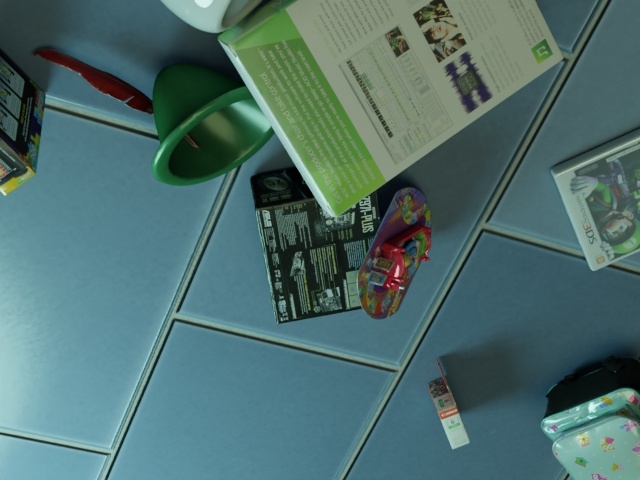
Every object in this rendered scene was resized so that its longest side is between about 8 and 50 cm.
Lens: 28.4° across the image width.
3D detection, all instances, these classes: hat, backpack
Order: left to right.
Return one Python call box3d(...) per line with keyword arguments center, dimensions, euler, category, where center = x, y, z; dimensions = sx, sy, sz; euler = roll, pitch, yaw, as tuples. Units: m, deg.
box3d(center=(-0.165, -0.184, 1.441), dimensions=(0.173, 0.184, 0.208), euler=(-41, 161, 18), category="hat")
box3d(center=(0.417, 0.277, 1.754), dimensions=(0.166, 0.144, 0.188), euler=(-30, 115, 30), category="backpack")

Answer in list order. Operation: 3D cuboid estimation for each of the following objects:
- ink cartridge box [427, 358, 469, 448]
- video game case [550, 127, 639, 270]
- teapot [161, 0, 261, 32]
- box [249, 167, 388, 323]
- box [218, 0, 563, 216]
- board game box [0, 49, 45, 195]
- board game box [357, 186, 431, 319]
box3d(center=(0.172, 0.227, 1.753), dimensions=(0.029, 0.063, 0.115), euler=(-22, 125, 3), category="ink cartridge box")
box3d(center=(0.409, -0.063, 1.621), dimensions=(0.190, 0.022, 0.173), euler=(-25, 125, 7), category="video game case")
box3d(center=(-0.101, -0.345, 1.233), dimensions=(0.187, 0.252, 0.256), euler=(41, 90, -1), category="teapot")
box3d(center=(0.000, 0.000, 1.559), dimensions=(0.147, 0.077, 0.180), euler=(-11, 125, -2), category="box")
box3d(center=(0.081, -0.209, 1.372), dimensions=(0.322, 0.058, 0.232), euler=(-35, 115, -7), category="box")
box3d(center=(-0.359, -0.148, 1.339), dimensions=(0.048, 0.170, 0.141), euler=(-34, 122, 15), category="board game box")
box3d(center=(0.106, 0.021, 1.552), dimensions=(0.169, 0.033, 0.133), euler=(-63, 147, -14), category="board game box")
